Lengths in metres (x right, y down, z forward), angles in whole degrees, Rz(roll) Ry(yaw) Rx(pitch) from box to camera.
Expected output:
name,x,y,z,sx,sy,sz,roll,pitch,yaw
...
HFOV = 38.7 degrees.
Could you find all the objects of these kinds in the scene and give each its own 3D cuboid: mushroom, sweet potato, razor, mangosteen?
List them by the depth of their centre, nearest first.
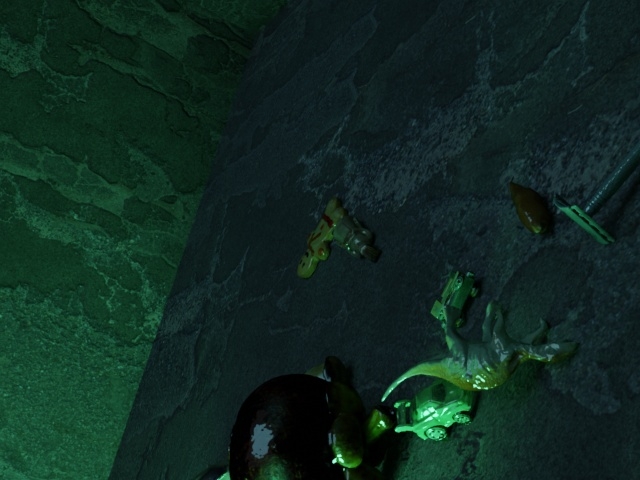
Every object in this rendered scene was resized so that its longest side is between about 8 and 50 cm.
name,x,y,z,sx,sy,sz,roll,pitch,yaw
razor,0.486,-0.114,1.450,0.232,0.106,0.068,-50,25,6
sweet potato,0.378,-0.070,1.671,0.056,0.056,0.195,-56,19,22
mangosteen,-0.027,0.417,1.783,0.330,0.330,0.330,-49,27,36
mushroom,-0.045,0.390,2.107,0.333,0.087,0.107,-53,26,34

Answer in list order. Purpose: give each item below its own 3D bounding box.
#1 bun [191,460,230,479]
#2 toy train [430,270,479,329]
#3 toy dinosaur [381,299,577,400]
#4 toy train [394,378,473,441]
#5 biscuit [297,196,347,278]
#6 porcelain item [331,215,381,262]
name,x,y,z,sx,sy,sz,roll,pitch,yaw
bun,-0.183,0.641,2.033,0.293,0.187,0.293,-15,67,38
toy train,0.260,0.112,1.754,0.122,0.050,0.081,-65,14,5
toy dinosaur,0.247,0.190,1.565,0.393,0.092,0.205,-26,35,25
toy train,0.207,0.296,1.633,0.149,0.081,0.099,-47,27,39
biscuit,0.000,0.000,2.485,0.234,0.030,0.153,-59,21,13
porcelain item,0.089,0.001,2.247,0.084,0.054,0.213,-63,23,9
